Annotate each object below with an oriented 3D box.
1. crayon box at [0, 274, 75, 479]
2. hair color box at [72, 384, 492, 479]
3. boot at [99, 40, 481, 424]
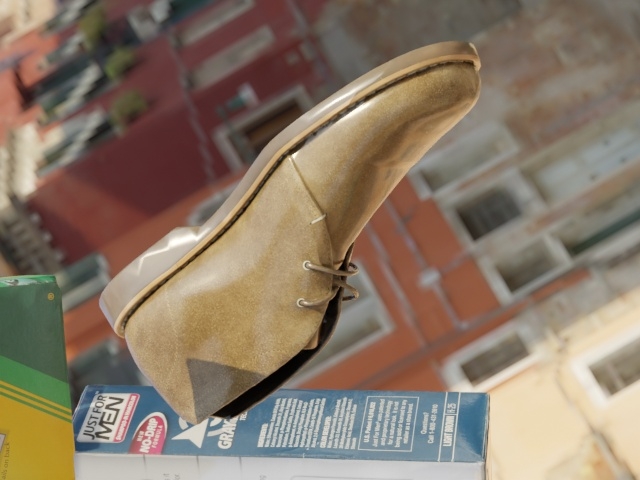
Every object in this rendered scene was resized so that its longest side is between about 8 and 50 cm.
[{"bbox_3d":[-0.223,0.164,1.029,0.081,0.165,0.278,-1,94,58],"label":"crayon box"},{"bbox_3d":[-0.030,0.218,1.561,0.105,0.347,0.174,-77,-15,-59],"label":"hair color box"},{"bbox_3d":[0.000,0.000,1.144,0.112,0.305,0.115,4,-131,-55],"label":"boot"}]
